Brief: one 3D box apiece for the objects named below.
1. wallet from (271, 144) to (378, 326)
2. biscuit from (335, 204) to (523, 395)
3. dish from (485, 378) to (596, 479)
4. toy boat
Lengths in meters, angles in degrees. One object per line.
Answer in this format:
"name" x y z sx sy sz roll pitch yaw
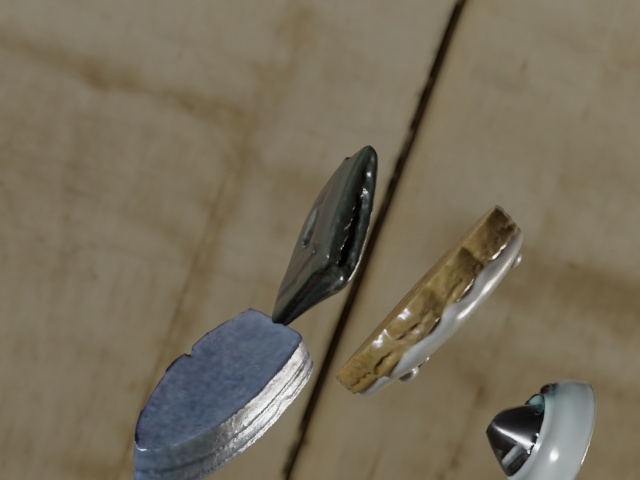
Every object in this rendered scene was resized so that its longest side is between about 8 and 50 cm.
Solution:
"wallet" 0.000 0.000 2.094 0.052 0.168 0.245 19 159 -12
"biscuit" 0.088 0.054 1.417 0.049 0.181 0.208 44 159 3
"dish" 0.195 0.186 1.737 0.078 0.141 0.141 23 -176 -9
"toy boat" -0.126 0.195 2.176 0.127 0.078 0.283 27 -130 27
